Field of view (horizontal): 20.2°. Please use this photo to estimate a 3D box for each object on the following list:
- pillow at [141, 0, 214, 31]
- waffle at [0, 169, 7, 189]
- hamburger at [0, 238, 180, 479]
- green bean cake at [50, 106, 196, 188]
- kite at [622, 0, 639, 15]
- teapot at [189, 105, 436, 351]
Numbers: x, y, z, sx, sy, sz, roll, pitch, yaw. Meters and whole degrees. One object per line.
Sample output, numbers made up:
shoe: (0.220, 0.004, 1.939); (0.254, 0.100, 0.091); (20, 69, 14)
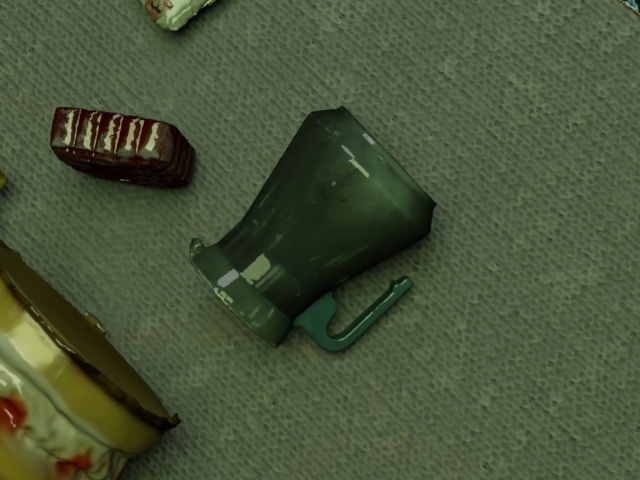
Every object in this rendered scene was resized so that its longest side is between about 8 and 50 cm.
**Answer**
pillow: (-0.108, -0.332, 1.956); (0.229, 0.051, 0.128); (-36, 68, -2)
waffle: (-0.501, -0.031, 1.937); (0.329, 0.062, 0.329); (-2, 79, 8)
hamburger: (-0.283, 0.163, 1.786); (0.186, 0.261, 0.303); (-47, 117, 2)
green bean cake: (-0.207, -0.094, 1.874); (0.136, 0.135, 0.056); (9, 83, 10)
kite: (0.375, -0.317, 1.906); (0.321, 0.016, 0.233); (-8, 77, 6)
teapot: (0.000, 0.000, 1.826); (0.225, 0.171, 0.203); (-43, 106, 4)
